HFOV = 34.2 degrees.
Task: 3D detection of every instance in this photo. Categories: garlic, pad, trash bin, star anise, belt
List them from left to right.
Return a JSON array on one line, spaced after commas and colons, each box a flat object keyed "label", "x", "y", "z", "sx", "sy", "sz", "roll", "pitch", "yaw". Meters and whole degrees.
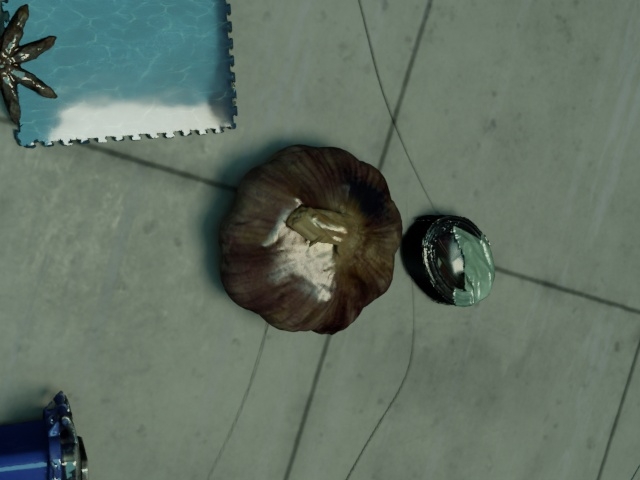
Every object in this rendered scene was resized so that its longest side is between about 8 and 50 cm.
[{"label": "trash bin", "x": -0.377, "y": 0.272, "z": 1.142, "sx": 0.234, "sy": 0.162, "sz": 0.184, "roll": -1, "pitch": 98, "yaw": -17}, {"label": "star anise", "x": -0.349, "y": -0.197, "z": 1.134, "sx": 0.141, "sy": 0.042, "sz": 0.141, "roll": -3, "pitch": 99, "yaw": -16}, {"label": "pad", "x": -0.229, "y": -0.247, "z": 1.201, "sx": 0.269, "sy": 0.012, "sz": 0.269, "roll": -9, "pitch": 101, "yaw": -22}, {"label": "garlic", "x": 0.000, "y": 0.000, "z": 1.253, "sx": 0.245, "sy": 0.160, "sz": 0.245, "roll": -2, "pitch": 95, "yaw": -31}, {"label": "belt", "x": 0.171, "y": 0.026, "z": 1.384, "sx": 0.105, "sy": 0.058, "sz": 0.140, "roll": -39, "pitch": 107, "yaw": -19}]
